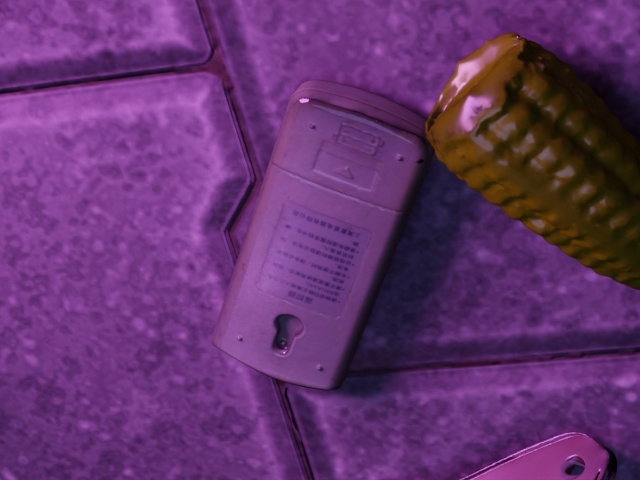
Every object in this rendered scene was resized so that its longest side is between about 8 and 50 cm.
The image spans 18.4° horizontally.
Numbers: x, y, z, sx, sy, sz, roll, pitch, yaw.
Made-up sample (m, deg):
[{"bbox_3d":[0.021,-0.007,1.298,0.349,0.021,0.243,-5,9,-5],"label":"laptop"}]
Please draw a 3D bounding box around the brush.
[{"bbox_3d":[0.074,0.204,1.419,0.313,0.072,0.067,-21,140,24],"label":"brush"}]

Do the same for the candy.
[{"bbox_3d":[0.158,-0.036,1.208,0.209,0.096,0.097,40,125,-23],"label":"candy"}]

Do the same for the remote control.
[{"bbox_3d":[0.000,0.000,1.306,0.098,0.038,0.233,21,127,1],"label":"remote control"}]
